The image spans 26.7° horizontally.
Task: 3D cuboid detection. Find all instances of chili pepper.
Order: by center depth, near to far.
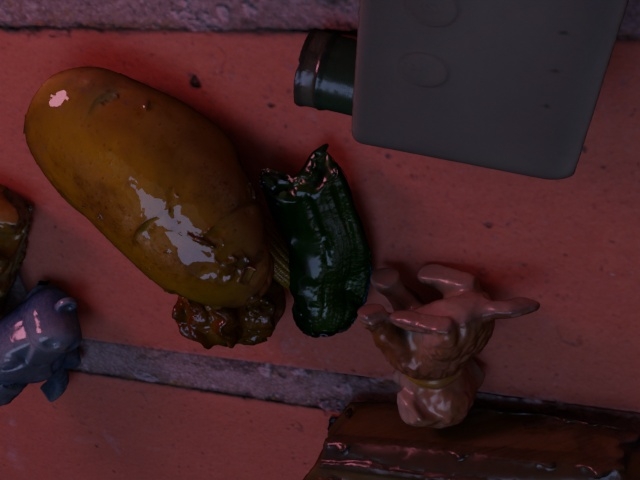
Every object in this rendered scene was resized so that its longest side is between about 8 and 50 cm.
[{"bbox_3d":[0.000,-0.001,1.364,0.098,0.061,0.224,-6,124,6],"label":"chili pepper"}]

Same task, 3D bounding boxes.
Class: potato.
[{"bbox_3d":[-0.161,-0.053,1.345,0.300,0.140,0.173,43,125,1],"label":"potato"}]

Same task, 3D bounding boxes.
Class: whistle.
[{"bbox_3d":[-0.373,0.145,1.645,0.180,0.093,0.269,8,137,-43],"label":"whistle"}]

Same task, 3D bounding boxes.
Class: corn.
[{"bbox_3d":[-0.046,0.015,1.422,0.037,0.037,0.092,-19,120,38],"label":"corn"}]

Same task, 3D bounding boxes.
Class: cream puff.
[{"bbox_3d":[-0.099,0.073,1.456,0.116,0.122,0.094,33,148,62],"label":"cream puff"}]

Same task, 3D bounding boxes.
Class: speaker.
[{"bbox_3d":[0.138,-0.220,0.971,0.184,0.183,0.406,17,148,9],"label":"speaker"}]

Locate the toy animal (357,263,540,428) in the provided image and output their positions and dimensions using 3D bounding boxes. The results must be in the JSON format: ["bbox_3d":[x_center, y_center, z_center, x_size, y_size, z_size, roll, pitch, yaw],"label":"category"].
[{"bbox_3d":[0.144,0.123,1.372,0.183,0.104,0.185,4,126,26],"label":"toy animal"}]

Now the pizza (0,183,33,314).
[{"bbox_3d":[-0.482,-0.017,1.592,0.268,0.087,0.258,31,134,3],"label":"pizza"}]

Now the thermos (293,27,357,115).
[{"bbox_3d":[0.074,-0.130,1.201,0.187,0.073,0.083,15,133,15],"label":"thermos"}]

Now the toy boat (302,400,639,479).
[{"bbox_3d":[0.189,0.271,1.456,0.445,0.136,0.162,2,125,25],"label":"toy boat"}]
